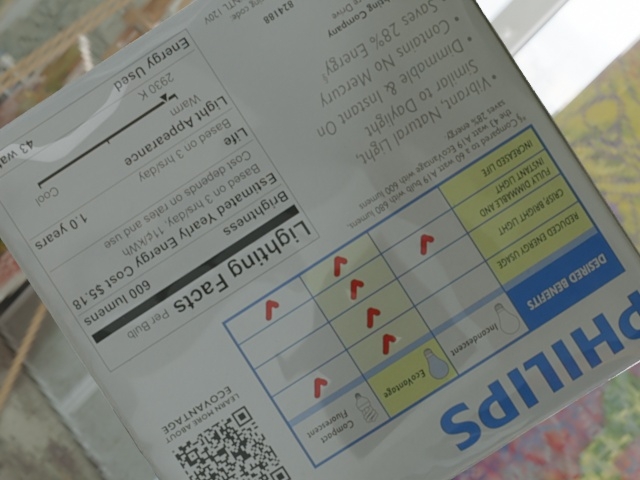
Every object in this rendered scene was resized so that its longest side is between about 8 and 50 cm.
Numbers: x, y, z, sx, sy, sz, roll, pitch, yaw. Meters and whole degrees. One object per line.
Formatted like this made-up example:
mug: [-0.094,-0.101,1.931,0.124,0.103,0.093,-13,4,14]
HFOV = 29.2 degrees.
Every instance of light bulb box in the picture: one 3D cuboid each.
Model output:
light bulb box: [0.000,0.000,0.906,0.361,0.358,0.225,57,3,-1]
